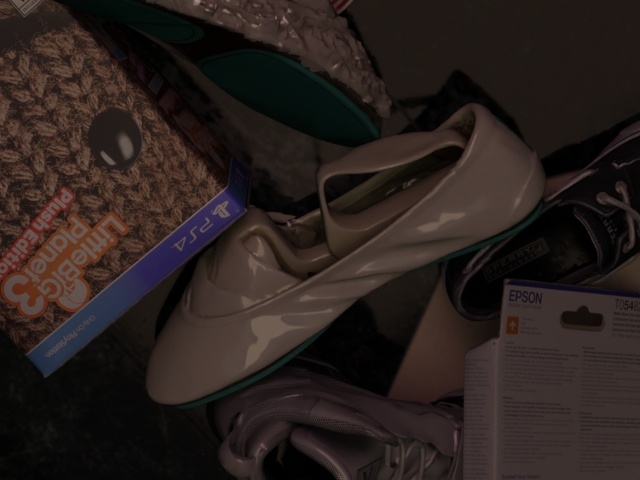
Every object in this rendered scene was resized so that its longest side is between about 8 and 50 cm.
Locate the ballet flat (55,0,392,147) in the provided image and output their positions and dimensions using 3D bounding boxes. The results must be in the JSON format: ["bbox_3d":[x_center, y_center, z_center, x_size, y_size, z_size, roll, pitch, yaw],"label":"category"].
[{"bbox_3d":[-0.079,-0.205,1.598,0.409,0.147,0.147,25,104,-39],"label":"ballet flat"}]

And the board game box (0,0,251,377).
[{"bbox_3d":[-0.240,-0.075,1.677,0.232,0.141,0.291,-40,101,8],"label":"board game box"}]

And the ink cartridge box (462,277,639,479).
[{"bbox_3d":[0.213,0.151,1.713,0.223,0.045,0.224,8,84,-43],"label":"ink cartridge box"}]

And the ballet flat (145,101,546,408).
[{"bbox_3d":[0.000,0.000,1.693,0.400,0.139,0.139,-29,103,6],"label":"ballet flat"}]

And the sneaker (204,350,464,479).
[{"bbox_3d":[0.072,0.207,1.717,0.366,0.210,0.137,17,103,-5],"label":"sneaker"}]

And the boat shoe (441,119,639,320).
[{"bbox_3d":[0.245,-0.018,1.720,0.301,0.102,0.108,-26,103,5],"label":"boat shoe"}]

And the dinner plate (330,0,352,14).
[{"bbox_3d":[-0.027,-0.254,1.701,0.141,0.017,0.141,0,104,0],"label":"dinner plate"}]
